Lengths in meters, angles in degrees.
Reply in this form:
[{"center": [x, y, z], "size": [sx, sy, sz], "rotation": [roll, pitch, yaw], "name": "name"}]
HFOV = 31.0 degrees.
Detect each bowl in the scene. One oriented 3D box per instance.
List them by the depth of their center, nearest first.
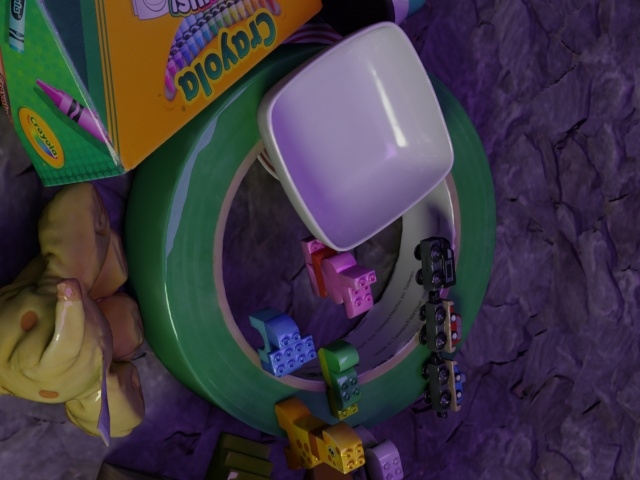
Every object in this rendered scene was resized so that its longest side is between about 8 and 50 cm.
[{"center": [0.020, -0.080, 0.870], "size": [0.142, 0.053, 0.142], "rotation": [-37, 118, -23], "name": "bowl"}]

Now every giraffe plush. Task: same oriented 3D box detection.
[{"center": [-0.223, 0.074, 0.790], "size": [0.170, 0.210, 0.181], "rotation": [-9, 117, 1], "name": "giraffe plush"}]

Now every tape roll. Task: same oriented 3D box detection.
[{"center": [0.000, 0.000, 0.950], "size": [0.321, 0.077, 0.321], "rotation": [-8, 104, -33], "name": "tape roll"}]

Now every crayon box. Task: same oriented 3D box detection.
[{"center": [-0.119, -0.177, 0.802], "size": [0.278, 0.081, 0.165], "rotation": [-50, 125, -46], "name": "crayon box"}]

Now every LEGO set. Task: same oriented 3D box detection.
[{"center": [0.014, 0.121, 0.880], "size": [0.087, 0.093, 0.227], "rotation": [-23, 112, -28], "name": "LEGO set"}]

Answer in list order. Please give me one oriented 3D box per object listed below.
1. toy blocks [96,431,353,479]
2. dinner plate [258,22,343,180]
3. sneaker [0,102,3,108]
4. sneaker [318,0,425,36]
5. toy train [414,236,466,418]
[{"center": [-0.006, 0.276, 0.877], "size": [0.381, 0.261, 0.191], "rotation": [23, 82, -33], "name": "toy blocks"}, {"center": [-0.006, -0.113, 0.980], "size": [0.141, 0.017, 0.141], "rotation": [-6, 101, -32], "name": "dinner plate"}, {"center": [-0.246, -0.110, 0.770], "size": [0.123, 0.109, 0.296], "rotation": [13, 87, -30], "name": "sneaker"}, {"center": [0.022, -0.323, 0.920], "size": [0.178, 0.123, 0.296], "rotation": [-40, 104, -34], "name": "sneaker"}, {"center": [0.102, 0.073, 0.971], "size": [0.036, 0.027, 0.158], "rotation": [-17, 108, -41], "name": "toy train"}]
